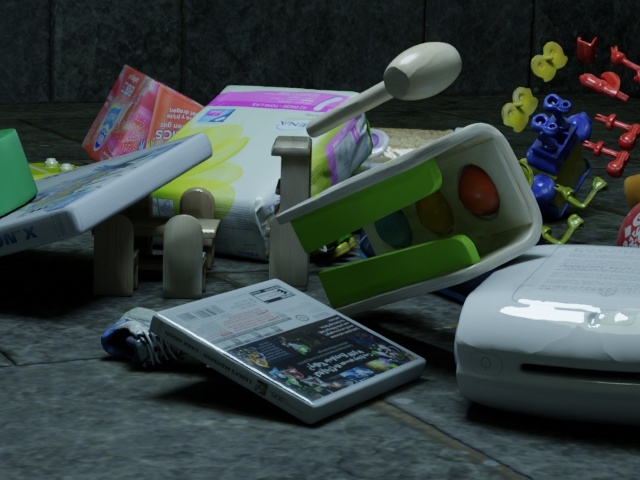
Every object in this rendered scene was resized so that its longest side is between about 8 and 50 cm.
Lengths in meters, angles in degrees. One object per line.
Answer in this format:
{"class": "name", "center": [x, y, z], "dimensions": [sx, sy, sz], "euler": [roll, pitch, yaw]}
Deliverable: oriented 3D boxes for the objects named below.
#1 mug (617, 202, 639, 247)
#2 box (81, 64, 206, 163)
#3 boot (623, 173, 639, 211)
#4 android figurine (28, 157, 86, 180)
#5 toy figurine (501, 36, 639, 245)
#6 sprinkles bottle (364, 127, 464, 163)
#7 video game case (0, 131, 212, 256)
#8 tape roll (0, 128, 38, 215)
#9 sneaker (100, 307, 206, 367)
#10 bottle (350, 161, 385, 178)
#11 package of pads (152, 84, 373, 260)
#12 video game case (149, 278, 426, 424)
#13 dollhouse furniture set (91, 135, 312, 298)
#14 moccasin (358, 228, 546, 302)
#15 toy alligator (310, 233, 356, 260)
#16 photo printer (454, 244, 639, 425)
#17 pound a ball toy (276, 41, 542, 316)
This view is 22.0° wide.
{"class": "mug", "center": [0.406, 0.021, 1.788], "dimensions": [0.150, 0.113, 0.169], "euler": [1, 13, 4]}
{"class": "box", "center": [-0.241, -0.149, 2.406], "dimensions": [0.142, 0.154, 0.300], "euler": [28, 3, -18]}
{"class": "boot", "center": [0.429, -0.069, 1.948], "dimensions": [0.104, 0.295, 0.211], "euler": [-48, 28, -20]}
{"class": "android figurine", "center": [-0.440, -0.084, 2.406], "dimensions": [0.273, 0.056, 0.248], "euler": [-6, 12, -28]}
{"class": "toy figurine", "center": [0.343, -0.083, 2.325], "dimensions": [0.191, 0.217, 0.362], "euler": [21, 61, 22]}
{"class": "sprinkles bottle", "center": [0.069, -0.111, 2.440], "dimensions": [0.355, 0.121, 0.121], "euler": [2, 10, 7]}
{"class": "video game case", "center": [-0.314, -0.035, 1.825], "dimensions": [0.300, 0.036, 0.329], "euler": [-14, 12, 25]}
{"class": "tape roll", "center": [-0.467, -0.033, 1.765], "dimensions": [0.321, 0.077, 0.321], "euler": [-18, 11, 4]}
{"class": "sneaker", "center": [-0.142, 0.094, 1.483], "dimensions": [0.135, 0.052, 0.058], "euler": [0, 17, 38]}
{"class": "bottle", "center": [0.010, -0.064, 2.239], "dimensions": [0.283, 0.092, 0.118], "euler": [2, 10, 3]}
{"class": "package of pads", "center": [-0.087, -0.091, 2.110], "dimensions": [0.229, 0.101, 0.296], "euler": [7, 37, 30]}
{"class": "video game case", "center": [-0.025, 0.092, 1.425], "dimensions": [0.173, 0.022, 0.190], "euler": [27, 21, 26]}
{"class": "dollhouse furniture set", "center": [-0.132, -0.035, 1.861], "dimensions": [0.242, 0.161, 0.212], "euler": [2, 10, 1]}
{"class": "moccasin", "center": [0.162, -0.005, 1.864], "dimensions": [0.138, 0.116, 0.342], "euler": [-5, 12, -32]}
{"class": "toy alligator", "center": [0.000, 0.000, 2.002], "dimensions": [0.051, 0.056, 0.190], "euler": [-29, 1, 17]}
{"class": "photo printer", "center": [0.258, 0.080, 1.426], "dimensions": [0.256, 0.107, 0.307], "euler": [3, 11, 17]}
{"class": "pound a ball toy", "center": [0.083, -0.059, 1.572], "dimensions": [0.136, 0.208, 0.319], "euler": [-26, 2, -31]}
